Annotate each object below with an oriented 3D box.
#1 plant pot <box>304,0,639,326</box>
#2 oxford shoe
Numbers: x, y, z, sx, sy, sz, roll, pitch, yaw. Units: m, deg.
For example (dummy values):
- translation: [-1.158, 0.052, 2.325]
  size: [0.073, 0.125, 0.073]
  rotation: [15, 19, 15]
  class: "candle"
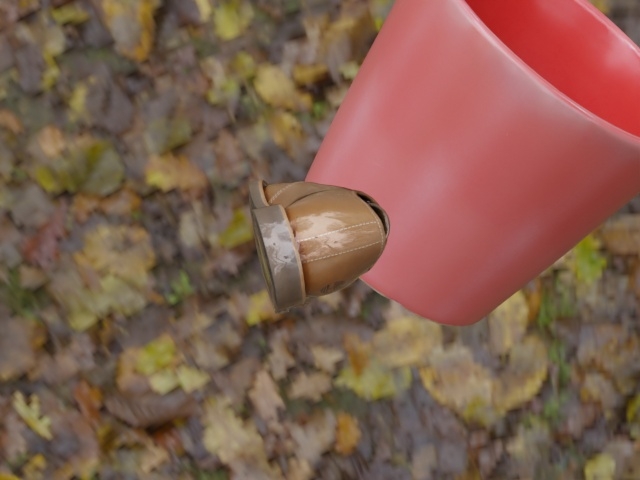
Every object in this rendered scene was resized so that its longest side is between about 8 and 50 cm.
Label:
- translation: [0.131, -0.079, 1.632]
  size: [0.275, 0.275, 0.243]
  rotation: [49, 117, 24]
  class: "plant pot"
- translation: [0.000, 0.000, 1.107]
  size: [0.076, 0.212, 0.076]
  rotation: [-15, 98, -4]
  class: "oxford shoe"
